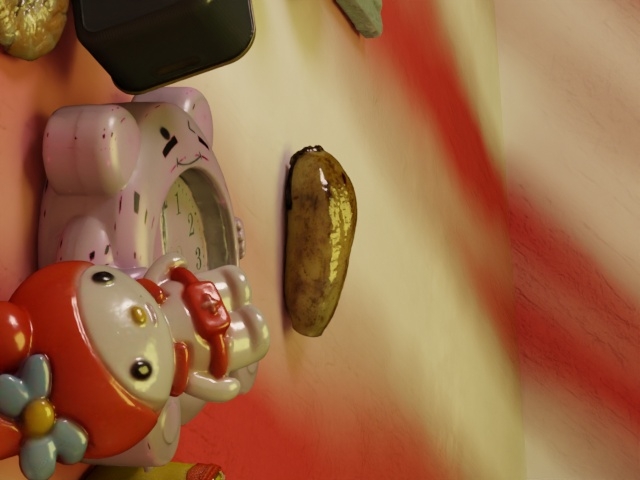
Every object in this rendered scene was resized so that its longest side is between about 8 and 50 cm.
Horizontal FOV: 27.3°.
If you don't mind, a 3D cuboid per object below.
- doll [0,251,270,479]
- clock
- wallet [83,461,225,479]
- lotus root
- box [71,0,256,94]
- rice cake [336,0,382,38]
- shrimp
[{"bbox_3d":[-0.182,0.092,1.013,0.161,0.290,0.130,66,-30,16],"label":"doll"},{"bbox_3d":[-0.160,0.025,1.229,0.295,0.113,0.322,-34,121,-69],"label":"clock"},{"bbox_3d":[-0.177,0.266,1.123,0.241,0.141,0.067,-59,140,-60],"label":"wallet"},{"bbox_3d":[0.000,0.000,1.779,0.110,0.097,0.258,-7,100,-75],"label":"lotus root"},{"bbox_3d":[-0.148,-0.245,1.166,0.090,0.145,0.201,45,33,-61],"label":"box"},{"bbox_3d":[0.053,-0.388,2.038,0.226,0.040,0.085,37,55,-68],"label":"rice cake"},{"bbox_3d":[-0.250,-0.237,1.080,0.099,0.041,0.180,-24,114,-55],"label":"shrimp"}]
